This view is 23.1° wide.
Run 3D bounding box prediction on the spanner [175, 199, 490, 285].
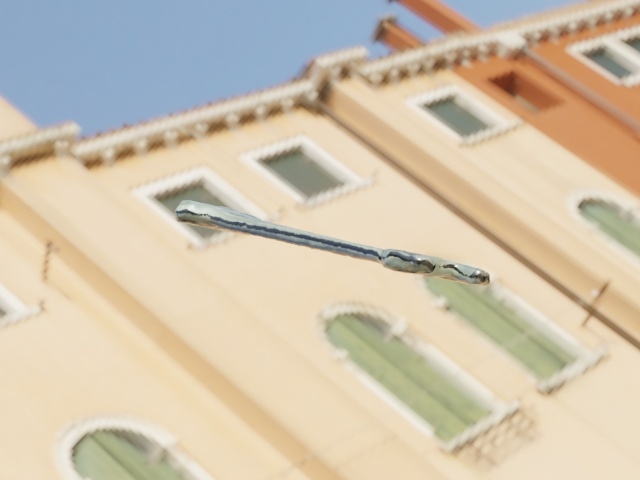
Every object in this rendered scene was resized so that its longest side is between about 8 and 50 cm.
[{"bbox_3d":[0.000,0.000,1.017,0.071,0.302,0.017,11,-89,-35],"label":"spanner"}]
